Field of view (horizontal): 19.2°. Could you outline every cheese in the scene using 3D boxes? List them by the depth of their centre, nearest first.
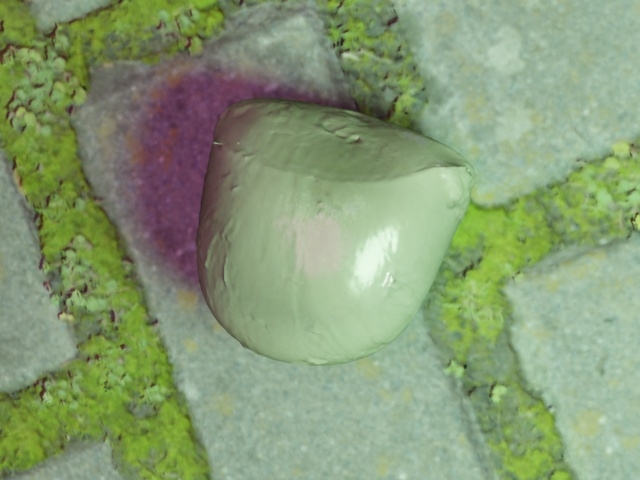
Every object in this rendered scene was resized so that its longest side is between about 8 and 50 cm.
[{"bbox_3d":[0.000,0.000,1.402,0.198,0.154,0.189,17,106,15],"label":"cheese"}]
